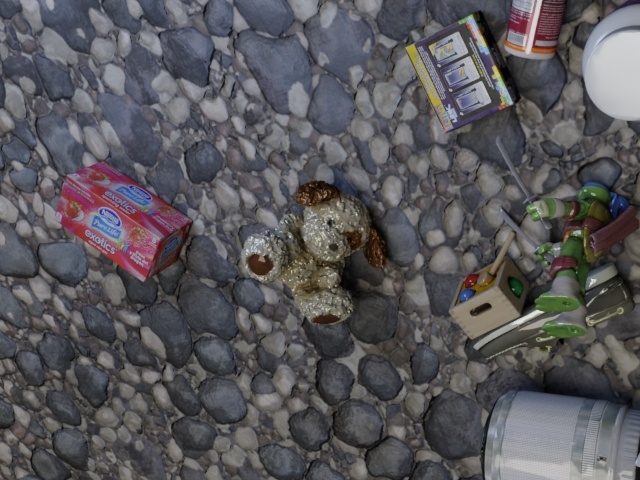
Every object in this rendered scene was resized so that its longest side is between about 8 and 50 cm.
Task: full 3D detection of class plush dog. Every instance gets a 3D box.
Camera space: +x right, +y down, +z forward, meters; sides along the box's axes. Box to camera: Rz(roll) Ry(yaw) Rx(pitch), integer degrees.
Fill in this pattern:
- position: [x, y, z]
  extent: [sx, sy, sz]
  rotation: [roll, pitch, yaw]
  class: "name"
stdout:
- position: [0.000, 0.000, 1.914]
  extent: [0.225, 0.210, 0.262]
  rotation: [-39, 117, 19]
  class: "plush dog"

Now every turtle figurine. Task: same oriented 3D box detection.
- position: [0.375, 0.013, 1.661]
  extent: [0.275, 0.266, 0.198]
  rotation: [17, 149, -5]
  class: "turtle figurine"

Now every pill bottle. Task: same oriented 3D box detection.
- position: [0.480, -0.270, 1.459]
  extent: [0.169, 0.301, 0.169]
  rotation: [10, 113, 24]
  class: "pill bottle"
- position: [0.353, -0.376, 1.612]
  extent: [0.086, 0.086, 0.152]
  rotation: [18, 117, 20]
  class: "pill bottle"

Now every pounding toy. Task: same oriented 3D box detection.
- position: [0.311, 0.081, 1.798]
  extent: [0.141, 0.130, 0.100]
  rotation: [-32, 105, 33]
  class: "pounding toy"

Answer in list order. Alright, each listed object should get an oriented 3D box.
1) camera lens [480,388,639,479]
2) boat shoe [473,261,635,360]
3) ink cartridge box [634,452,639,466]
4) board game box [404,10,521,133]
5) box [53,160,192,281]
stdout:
- position: [0.439, 0.389, 1.787]
  extent: [0.274, 0.219, 0.219]
  rotation: [3, 111, 26]
  class: "camera lens"
- position: [0.411, 0.148, 1.774]
  extent: [0.305, 0.109, 0.091]
  rotation: [-34, 87, 29]
  class: "boat shoe"
- position: [0.686, 0.317, 1.601]
  extent: [0.275, 0.060, 0.239]
  rotation: [21, 76, 38]
  class: "ink cartridge box"
- position: [0.246, -0.290, 1.724]
  extent: [0.141, 0.048, 0.170]
  rotation: [-21, 99, 34]
  class: "board game box"
- position: [-0.421, -0.045, 2.117]
  extent: [0.257, 0.128, 0.122]
  rotation: [33, 121, 13]
  class: "box"
